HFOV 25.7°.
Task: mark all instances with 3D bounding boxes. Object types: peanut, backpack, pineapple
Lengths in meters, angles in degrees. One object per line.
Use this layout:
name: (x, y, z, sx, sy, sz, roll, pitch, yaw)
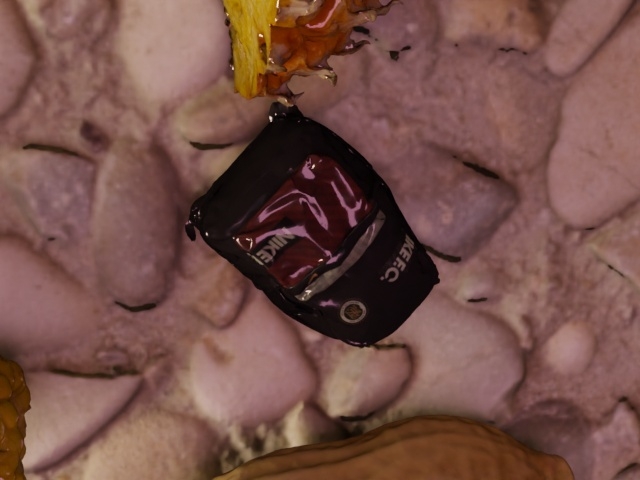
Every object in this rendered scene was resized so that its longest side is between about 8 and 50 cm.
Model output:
peanut: (0.047, 0.208, 1.031, 0.305, 0.147, 0.147, -13, 111, -13)
backpack: (0.004, -0.002, 0.958, 0.165, 0.106, 0.120, 38, 93, -18)
pineapple: (0.021, -0.200, 0.883, 0.164, 0.140, 0.250, 5, 104, -15)

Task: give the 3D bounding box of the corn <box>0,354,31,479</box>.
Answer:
corn: (-0.365, 0.144, 0.918, 0.344, 0.131, 0.131, -5, 109, -8)
